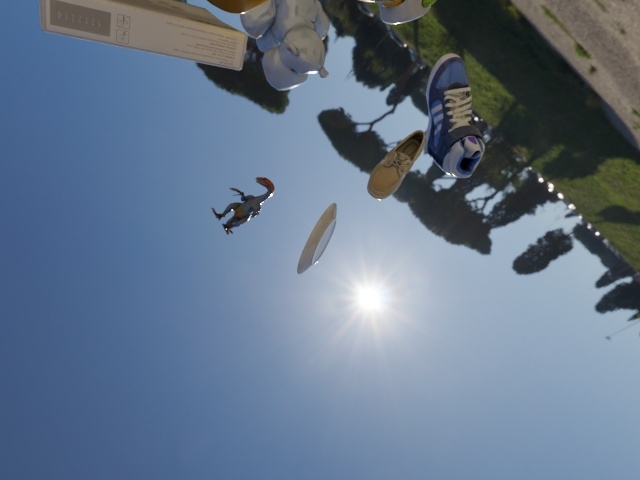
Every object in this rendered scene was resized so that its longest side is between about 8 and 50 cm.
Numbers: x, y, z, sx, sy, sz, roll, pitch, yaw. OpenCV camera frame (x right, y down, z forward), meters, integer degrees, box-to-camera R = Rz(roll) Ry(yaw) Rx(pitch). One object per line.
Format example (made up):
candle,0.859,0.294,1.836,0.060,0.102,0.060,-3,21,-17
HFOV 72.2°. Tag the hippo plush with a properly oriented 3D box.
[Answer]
hippo plush,-0.044,-0.512,1.131,0.234,0.294,0.236,4,-113,-52

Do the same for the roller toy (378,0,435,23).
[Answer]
roller toy,0.306,-0.912,1.634,0.191,0.209,0.146,-115,3,-52

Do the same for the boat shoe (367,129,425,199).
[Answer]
boat shoe,0.266,-0.268,1.517,0.109,0.098,0.302,38,-112,9

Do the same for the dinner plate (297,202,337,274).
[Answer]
dinner plate,0.000,0.000,0.772,0.017,0.141,0.141,27,-151,9

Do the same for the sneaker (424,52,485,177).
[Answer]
sneaker,0.401,-0.338,1.240,0.130,0.323,0.236,-10,-145,-14

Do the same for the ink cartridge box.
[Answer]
ink cartridge box,-0.308,-0.382,0.754,0.296,0.066,0.261,-1,-147,-32

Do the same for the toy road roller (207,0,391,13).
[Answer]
toy road roller,0.004,-0.425,0.584,0.240,0.202,0.329,38,-122,12

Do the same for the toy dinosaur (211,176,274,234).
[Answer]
toy dinosaur,-0.094,-0.047,0.552,0.047,0.082,0.090,59,175,-4
